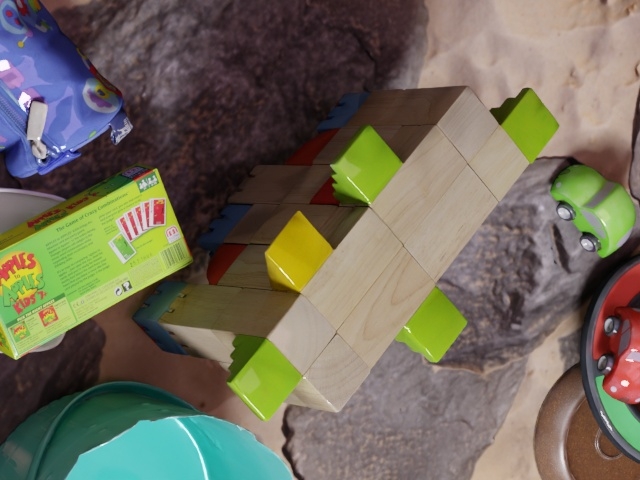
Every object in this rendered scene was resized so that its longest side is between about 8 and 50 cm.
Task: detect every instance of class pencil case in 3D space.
[{"bbox_3d":[-0.288,-0.182,1.605,0.119,0.133,0.306,-31,116,15],"label":"pencil case"}]

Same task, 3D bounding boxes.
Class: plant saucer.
[{"bbox_3d":[0.300,0.206,2.057,0.168,0.029,0.168,-6,102,-27],"label":"plant saucer"}]

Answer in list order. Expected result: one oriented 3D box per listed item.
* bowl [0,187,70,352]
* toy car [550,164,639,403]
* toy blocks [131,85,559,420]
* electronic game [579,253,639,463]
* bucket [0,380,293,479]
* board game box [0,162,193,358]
[{"bbox_3d":[-0.283,0.022,1.687,0.142,0.053,0.142,5,96,-29],"label":"bowl"},{"bbox_3d":[0.320,0.015,1.984,0.239,0.053,0.225,-44,99,-29],"label":"toy car"},{"bbox_3d":[0.000,0.000,1.736,0.191,0.261,0.381,48,68,-24],"label":"toy blocks"},{"bbox_3d":[0.362,0.124,2.041,0.229,0.048,0.229,4,83,-32],"label":"electronic game"},{"bbox_3d":[-0.162,0.262,1.721,0.281,0.183,0.281,-6,102,-29],"label":"bucket"},{"bbox_3d":[-0.207,0.016,1.673,0.181,0.043,0.092,-30,112,-23],"label":"board game box"}]
